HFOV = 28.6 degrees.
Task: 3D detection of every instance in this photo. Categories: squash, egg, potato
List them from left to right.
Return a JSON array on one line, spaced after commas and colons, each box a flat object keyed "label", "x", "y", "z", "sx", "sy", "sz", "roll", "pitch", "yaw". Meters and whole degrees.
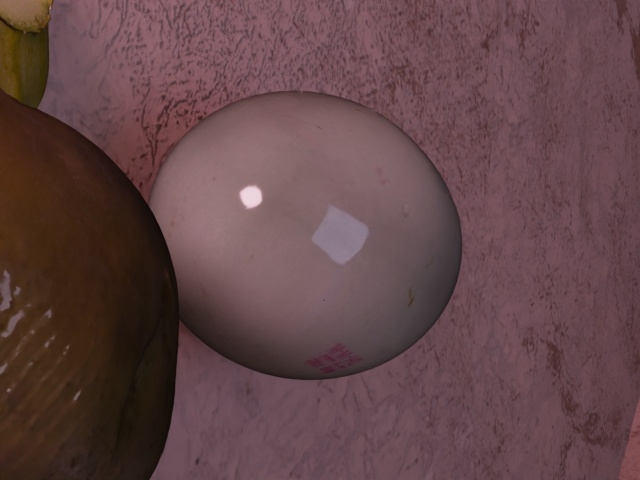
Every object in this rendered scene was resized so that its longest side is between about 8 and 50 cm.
[{"label": "potato", "x": -0.202, "y": 0.035, "z": 0.691, "sx": 0.326, "sy": 0.221, "sz": 0.243, "roll": 56, "pitch": 51, "yaw": -44}, {"label": "squash", "x": -0.205, "y": -0.136, "z": 0.797, "sx": 0.090, "sy": 0.075, "sz": 0.200, "roll": -85, "pitch": 168, "yaw": -59}, {"label": "egg", "x": 0.000, "y": 0.000, "z": 1.035, "sx": 0.371, "sy": 0.230, "sz": 0.230, "roll": 16, "pitch": 82, "yaw": -65}]
